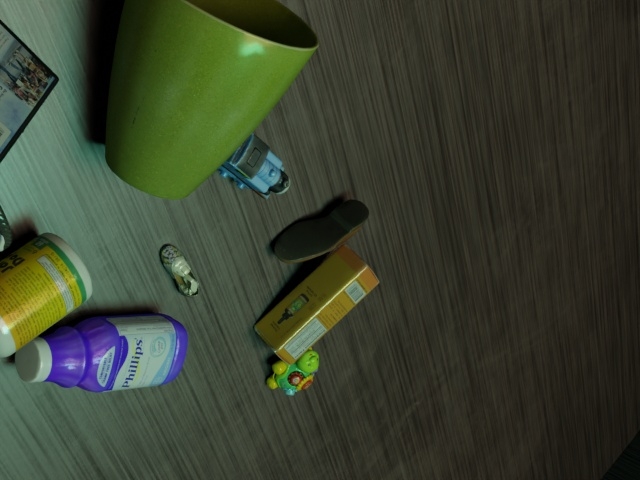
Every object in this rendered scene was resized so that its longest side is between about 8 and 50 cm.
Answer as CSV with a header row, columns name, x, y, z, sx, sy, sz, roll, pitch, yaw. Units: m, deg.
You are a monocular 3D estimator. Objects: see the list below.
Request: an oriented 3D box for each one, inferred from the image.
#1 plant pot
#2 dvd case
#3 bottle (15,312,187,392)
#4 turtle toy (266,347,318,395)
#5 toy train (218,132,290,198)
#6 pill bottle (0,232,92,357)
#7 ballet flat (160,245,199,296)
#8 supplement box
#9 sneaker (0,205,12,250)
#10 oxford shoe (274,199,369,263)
name,x,y,z,sx,sy,sz,roll,pitch,yaw
plant pot,-0.191,-0.216,1.595,0.274,0.275,0.293,2,125,-50
dvd case,-0.436,-0.225,1.315,0.253,0.022,0.180,46,39,-24
bottle,-0.337,0.176,1.745,0.283,0.092,0.118,2,110,-50
turtle toy,-0.042,0.245,2.127,0.095,0.066,0.130,-30,155,-36
toy train,-0.119,-0.128,1.821,0.080,0.105,0.184,-59,142,-7
pill bottle,-0.433,0.089,1.566,0.208,0.117,0.118,-38,135,-29
ballet flat,-0.226,0.053,1.850,0.041,0.041,0.114,-45,138,-23
supplement box,-0.007,0.119,2.072,0.233,0.078,0.080,-41,144,-5
sneaker,-0.477,-0.062,1.477,0.081,0.080,0.211,-32,131,-11
oxford shoe,0.000,0.000,2.065,0.212,0.076,0.076,-25,156,-33
